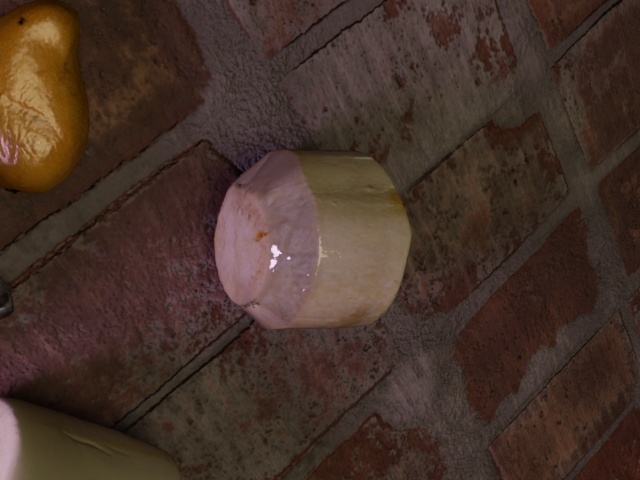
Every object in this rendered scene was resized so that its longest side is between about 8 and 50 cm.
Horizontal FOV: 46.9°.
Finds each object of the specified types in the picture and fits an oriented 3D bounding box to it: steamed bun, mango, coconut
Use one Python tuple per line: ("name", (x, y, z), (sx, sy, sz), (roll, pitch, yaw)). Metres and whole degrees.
("steamed bun", (-0.417, 0.479, 1.031), (0.371, 0.290, 0.456), (35, 83, -34))
("mango", (-0.389, -0.192, 0.993), (0.157, 0.109, 0.262), (8, 93, -24))
("coconut", (0.000, 0.000, 1.181), (0.323, 0.323, 0.323), (-8, 106, -30))

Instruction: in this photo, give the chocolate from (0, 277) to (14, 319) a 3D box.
("chocolate", (-0.494, 0.053, 1.008), (0.072, 0.072, 0.167), (-50, 122, -12))
